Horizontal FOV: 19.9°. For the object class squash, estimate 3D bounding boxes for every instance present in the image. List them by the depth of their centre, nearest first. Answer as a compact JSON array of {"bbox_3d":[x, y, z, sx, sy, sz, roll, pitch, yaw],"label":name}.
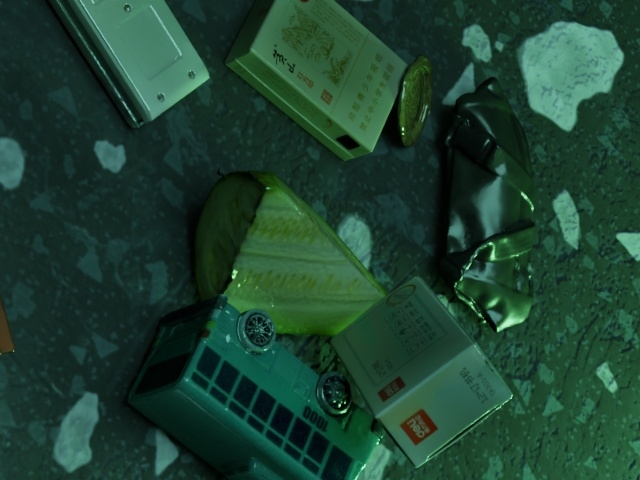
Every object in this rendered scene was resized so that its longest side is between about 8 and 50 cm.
[{"bbox_3d":[0.000,0.000,2.057,0.289,0.203,0.111,2,35,-34],"label":"squash"}]

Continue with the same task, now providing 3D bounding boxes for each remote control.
[{"bbox_3d":[-0.237,-0.265,1.993,0.103,0.055,0.277,-41,105,-36],"label":"remote control"}]

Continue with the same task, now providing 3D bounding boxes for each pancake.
[{"bbox_3d":[0.116,-0.170,2.229,0.115,0.011,0.115,13,90,-70],"label":"pancake"}]

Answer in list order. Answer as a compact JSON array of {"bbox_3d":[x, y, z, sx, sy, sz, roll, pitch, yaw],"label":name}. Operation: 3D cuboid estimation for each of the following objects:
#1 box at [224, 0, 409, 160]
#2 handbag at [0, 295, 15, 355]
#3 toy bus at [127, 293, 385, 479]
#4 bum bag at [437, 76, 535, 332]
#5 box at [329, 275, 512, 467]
[{"bbox_3d":[-0.001,-0.207,2.156,0.201,0.058,0.141,38,59,-25],"label":"box"},{"bbox_3d":[-0.387,0.040,1.802,0.127,0.063,0.190,-12,83,-39],"label":"handbag"},{"bbox_3d":[-0.067,0.187,1.963,0.256,0.128,0.147,41,55,-22],"label":"toy bus"},{"bbox_3d":[0.209,-0.050,2.264,0.142,0.080,0.326,12,71,-38],"label":"bum bag"},{"bbox_3d":[0.105,0.134,1.975,0.135,0.269,0.079,-37,108,0],"label":"box"}]
